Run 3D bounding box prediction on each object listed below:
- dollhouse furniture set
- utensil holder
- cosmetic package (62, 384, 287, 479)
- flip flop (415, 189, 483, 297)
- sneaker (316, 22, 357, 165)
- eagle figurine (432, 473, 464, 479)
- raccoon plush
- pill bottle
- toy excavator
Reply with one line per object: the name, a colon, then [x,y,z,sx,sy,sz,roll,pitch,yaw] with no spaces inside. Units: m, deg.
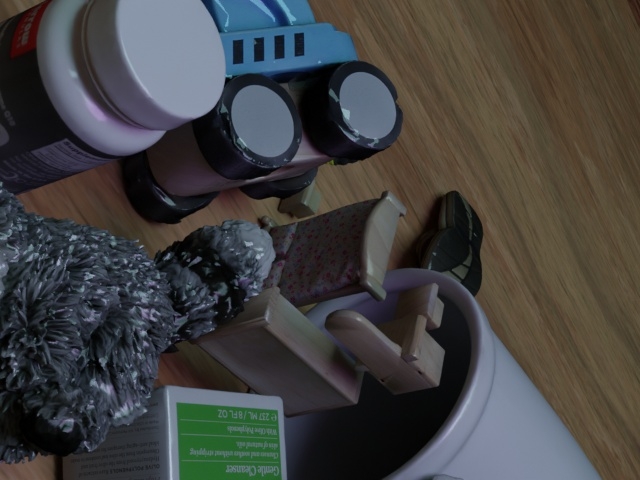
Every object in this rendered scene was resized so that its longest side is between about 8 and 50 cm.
dollhouse furniture set: [0.000,0.000,1.394,0.174,0.303,0.355,44,46,-35]
utensil holder: [0.145,0.277,1.475,0.385,0.328,0.327,49,44,-33]
cosmetic package: [-0.140,0.341,1.212,0.197,0.155,0.365,14,67,-54]
flip flop: [0.188,0.016,1.844,0.112,0.080,0.277,54,26,-20]
sneaker: [-0.074,-0.255,1.561,0.384,0.145,0.147,48,13,-29]
eagle figurine: [0.055,0.347,1.161,0.225,0.298,0.226,57,15,-58]
raccoon plush: [-0.243,-0.014,1.094,0.446,0.216,0.299,-46,132,-51]
pill bottle: [-0.239,-0.144,1.137,0.161,0.283,0.161,23,60,-48]
toy excavator: [-0.175,-0.255,1.333,0.433,0.222,0.445,-13,83,-38]
